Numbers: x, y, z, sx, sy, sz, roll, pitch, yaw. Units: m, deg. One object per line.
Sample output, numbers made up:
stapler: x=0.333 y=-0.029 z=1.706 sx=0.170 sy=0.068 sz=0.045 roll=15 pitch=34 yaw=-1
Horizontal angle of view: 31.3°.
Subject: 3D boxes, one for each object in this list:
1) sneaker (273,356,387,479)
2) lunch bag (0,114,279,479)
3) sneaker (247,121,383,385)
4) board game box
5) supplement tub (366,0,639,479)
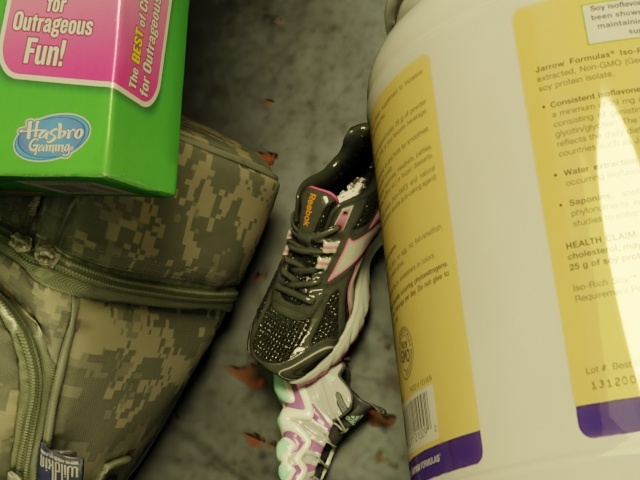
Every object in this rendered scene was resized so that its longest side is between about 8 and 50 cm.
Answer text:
sneaker: x=0.008 y=0.118 z=0.709 sx=0.069 sy=0.038 sz=0.098 roll=-11 pitch=70 yaw=13
lunch bag: x=-0.209 y=0.009 z=0.725 sx=0.305 sy=0.212 sz=0.256 roll=26 pitch=97 yaw=22
sneaker: x=0.000 y=0.000 z=0.719 sx=0.072 sy=0.077 sz=0.178 roll=15 pitch=70 yaw=29
board game box: x=-0.180 y=-0.183 z=0.585 sx=0.242 sy=0.064 sz=0.316 roll=1 pitch=84 yaw=22
supplement tub: x=0.151 y=-0.010 z=0.602 sx=0.241 sy=0.241 sz=0.331 roll=-10 pitch=70 yaw=12
